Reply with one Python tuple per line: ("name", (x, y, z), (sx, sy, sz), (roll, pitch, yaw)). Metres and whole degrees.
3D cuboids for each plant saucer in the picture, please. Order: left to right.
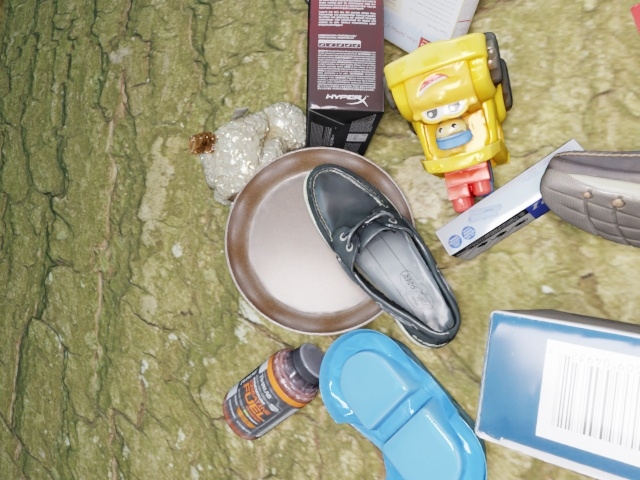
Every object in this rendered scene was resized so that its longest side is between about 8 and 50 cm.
("plant saucer", (0.000, 0.000, 0.767), (0.311, 0.050, 0.310), (0, 80, 1))

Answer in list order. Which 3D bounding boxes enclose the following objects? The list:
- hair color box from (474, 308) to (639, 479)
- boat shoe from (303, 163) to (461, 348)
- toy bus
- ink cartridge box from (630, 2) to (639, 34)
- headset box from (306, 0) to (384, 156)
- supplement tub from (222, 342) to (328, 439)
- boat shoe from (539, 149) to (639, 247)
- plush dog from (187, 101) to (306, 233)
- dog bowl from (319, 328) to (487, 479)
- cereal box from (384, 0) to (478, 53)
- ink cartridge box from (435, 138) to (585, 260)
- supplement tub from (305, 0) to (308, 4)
("hair color box", (0.287, 0.132, 0.455), (0.174, 0.347, 0.105), (8, 88, 34))
("boat shoe", (0.089, 0.013, 0.682), (0.127, 0.113, 0.339), (-31, 82, -2))
("toy bus", (0.189, -0.146, 0.639), (0.150, 0.220, 0.211), (-9, 85, 27))
("ink cartridge box", (0.501, -0.236, 0.543), (0.181, 0.056, 0.224), (-17, 77, 30))
("headset box", (0.033, -0.307, 0.744), (0.110, 0.218, 0.292), (1, 84, -2))
("supplement tub", (-0.076, 0.262, 0.817), (0.198, 0.106, 0.106), (-42, 64, 21))
("boat shoe", (0.430, -0.059, 0.504), (0.356, 0.132, 0.130), (12, 75, 10))
("plush dog", (-0.123, -0.105, 0.863), (0.263, 0.211, 0.225), (-29, 93, 26))
("dog bowl", (0.126, 0.267, 0.706), (0.297, 0.074, 0.166), (48, 109, 27))
("cereal box", (0.171, -0.411, 0.706), (0.173, 0.047, 0.240), (46, 144, 28))
("ink cartridge box", (0.270, -0.047, 0.639), (0.207, 0.097, 0.046), (-38, 66, 24))
("supplement tub", (-0.010, -0.540, 0.871), (0.117, 0.117, 0.190), (-33, 67, 25))
